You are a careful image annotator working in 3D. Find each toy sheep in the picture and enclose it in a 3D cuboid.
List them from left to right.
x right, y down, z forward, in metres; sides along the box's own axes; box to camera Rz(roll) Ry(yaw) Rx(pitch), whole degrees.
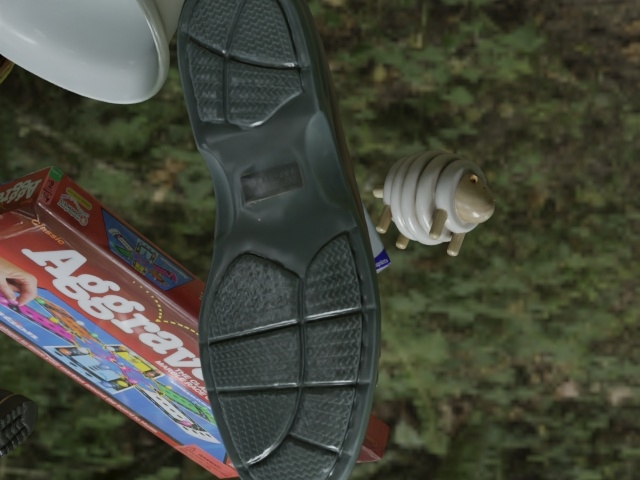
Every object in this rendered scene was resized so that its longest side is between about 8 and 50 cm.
[{"bbox_3d":[0.095,-0.036,1.193,0.132,0.091,0.091,10,168,39],"label":"toy sheep"}]

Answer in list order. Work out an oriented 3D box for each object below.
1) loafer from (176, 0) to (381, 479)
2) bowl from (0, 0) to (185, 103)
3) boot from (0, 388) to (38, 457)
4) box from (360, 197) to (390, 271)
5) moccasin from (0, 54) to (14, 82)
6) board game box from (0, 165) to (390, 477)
[{"bbox_3d":[-0.010,-0.004,0.700,0.096,0.267,0.084,-6,180,20],"label":"loafer"},{"bbox_3d":[-0.186,-0.236,0.893,0.298,0.134,0.298,29,160,12],"label":"bowl"},{"bbox_3d":[-0.430,0.215,1.520,0.137,0.077,0.198,22,-149,28],"label":"boot"},{"bbox_3d":[0.000,0.000,1.764,0.126,0.137,0.072,-24,175,-19],"label":"box"},{"bbox_3d":[-0.328,-0.109,1.028,0.147,0.139,0.380,-18,-167,19],"label":"moccasin"},{"bbox_3d":[-0.100,0.061,0.807,0.145,0.027,0.281,-16,136,40],"label":"board game box"}]
